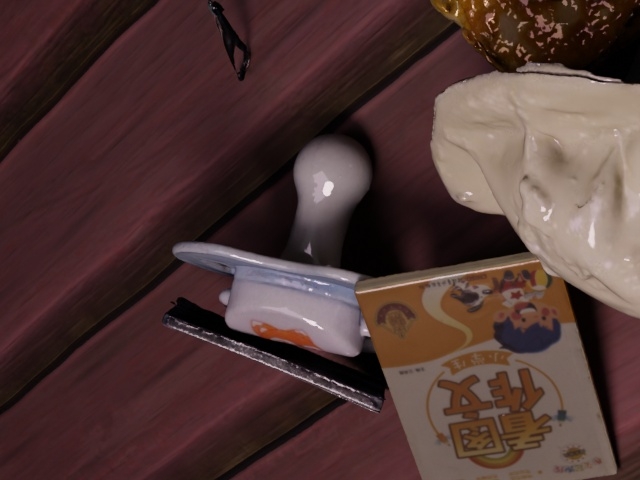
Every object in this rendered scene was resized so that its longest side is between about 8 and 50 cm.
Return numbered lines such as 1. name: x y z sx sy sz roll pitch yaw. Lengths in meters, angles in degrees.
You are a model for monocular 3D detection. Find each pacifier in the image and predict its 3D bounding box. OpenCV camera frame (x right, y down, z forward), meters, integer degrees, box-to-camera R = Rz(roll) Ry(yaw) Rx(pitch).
1. pacifier: 0.000 0.000 1.958 0.299 0.244 0.233 12 87 18

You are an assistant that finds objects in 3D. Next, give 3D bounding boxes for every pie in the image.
1. pie: 0.217 -0.301 1.675 0.315 0.092 0.315 14 115 32

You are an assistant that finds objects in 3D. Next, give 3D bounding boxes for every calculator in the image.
1. calculator: -0.049 0.123 2.000 0.262 0.161 0.021 22 94 3

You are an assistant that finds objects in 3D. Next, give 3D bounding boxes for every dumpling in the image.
1. dumpling: 0.263 -0.073 1.616 0.395 0.233 0.315 15 155 36

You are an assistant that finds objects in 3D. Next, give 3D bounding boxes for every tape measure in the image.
1. tape measure: -0.126 -0.255 1.969 0.107 0.104 0.180 21 122 26

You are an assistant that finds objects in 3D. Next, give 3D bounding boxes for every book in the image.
1. book: 0.173 0.143 1.861 0.208 0.020 0.295 -11 124 15

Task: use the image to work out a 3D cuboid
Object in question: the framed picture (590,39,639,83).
1. framed picture: 0.318 -0.212 1.691 0.203 0.015 0.150 -29 90 43
